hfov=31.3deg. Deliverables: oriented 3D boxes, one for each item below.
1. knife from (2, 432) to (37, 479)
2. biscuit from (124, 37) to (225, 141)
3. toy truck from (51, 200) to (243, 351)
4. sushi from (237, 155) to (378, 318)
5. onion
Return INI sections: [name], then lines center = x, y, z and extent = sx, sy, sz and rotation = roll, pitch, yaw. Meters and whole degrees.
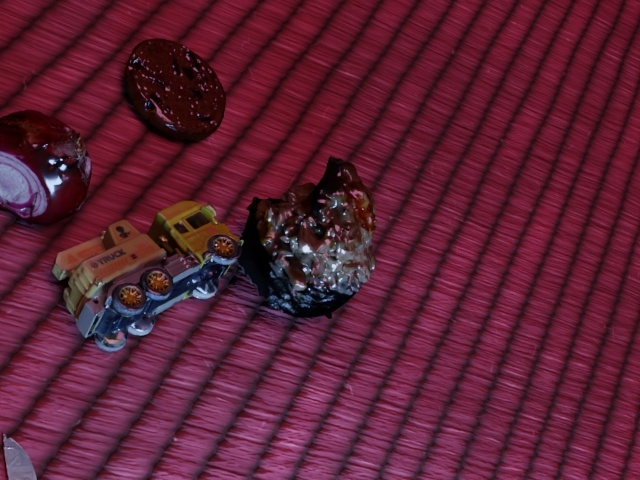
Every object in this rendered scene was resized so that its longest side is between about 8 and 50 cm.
[knife]
center = -0.359, 0.383, 1.456
extent = 0.047, 0.017, 0.297
rotation = -8, 69, -33
[biscuit]
center = -0.242, -0.253, 1.916
extent = 0.192, 0.049, 0.192
rotation = 19, 58, -33
[toy truck]
center = -0.257, 0.036, 1.678
extent = 0.272, 0.124, 0.157
rotation = -29, 73, -40
[sushi]
center = 0.004, -0.003, 1.798
extent = 0.225, 0.219, 0.238
rotation = 27, 38, -44
[onion]
center = -0.386, -0.121, 1.628
extent = 0.173, 0.198, 0.135
rotation = 49, 37, -26
